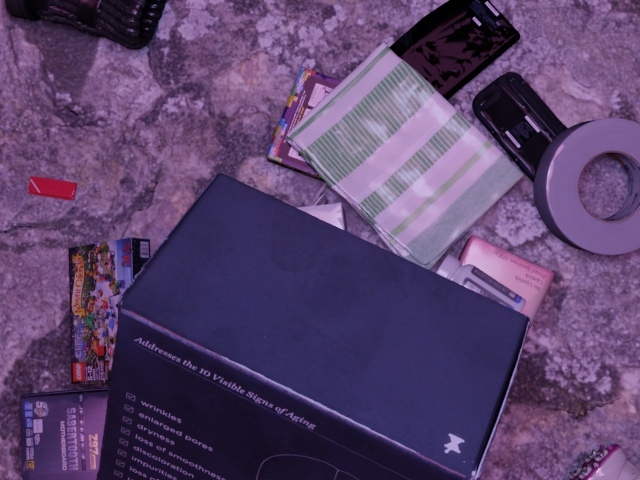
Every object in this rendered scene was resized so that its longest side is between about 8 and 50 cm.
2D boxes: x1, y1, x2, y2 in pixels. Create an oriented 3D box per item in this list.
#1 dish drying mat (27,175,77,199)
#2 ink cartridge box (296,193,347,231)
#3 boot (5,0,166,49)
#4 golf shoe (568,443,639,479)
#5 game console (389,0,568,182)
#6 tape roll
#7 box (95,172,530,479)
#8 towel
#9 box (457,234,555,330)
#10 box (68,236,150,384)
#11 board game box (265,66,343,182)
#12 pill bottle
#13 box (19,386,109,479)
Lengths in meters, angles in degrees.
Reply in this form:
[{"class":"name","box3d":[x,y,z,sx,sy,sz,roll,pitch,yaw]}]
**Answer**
[{"class":"dish drying mat","box3d":[-0.467,-0.091,1.770,0.083,0.008,0.032,9,83,5]},{"class":"ink cartridge box","box3d":[0.000,0.000,1.688,0.089,0.092,0.143,-7,82,4]},{"class":"boot","box3d":[-0.377,-0.515,1.749,0.260,0.131,0.348,12,95,12]},{"class":"golf shoe","box3d":[0.404,0.467,1.599,0.140,0.115,0.306,43,89,4]},{"class":"game console","box3d":[0.286,-0.240,1.723,0.213,0.044,0.361,-39,82,0]},{"class":"tape roll","box3d":[0.462,-0.087,1.654,0.219,0.072,0.219,0,93,-6]},{"class":"box","box3d":[-0.033,0.241,1.440,0.479,0.472,0.297,25,48,6]},{"class":"towel","box3d":[0.135,-0.137,1.679,0.248,0.038,0.325,-45,85,-4]},{"class":"box","box3d":[0.256,0.129,1.638,0.148,0.127,0.232,25,85,6]},{"class":"box","box3d":[-0.347,0.119,1.680,0.159,0.044,0.233,-8,81,36]},{"class":"board game box","box3d":[0.003,-0.191,1.732,0.141,0.048,0.170,21,85,4]},{"class":"pill bottle","box3d":[0.234,0.085,1.541,0.137,0.078,0.078,35,87,9]},{"class":"box","box3d":[-0.398,0.364,1.687,0.183,0.059,0.233,-4,83,2]}]
